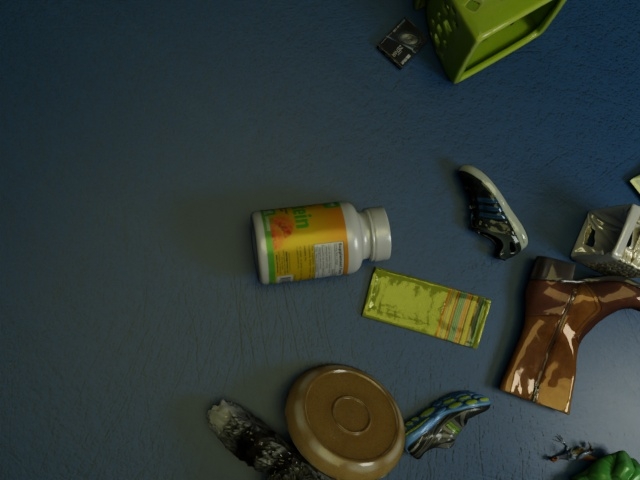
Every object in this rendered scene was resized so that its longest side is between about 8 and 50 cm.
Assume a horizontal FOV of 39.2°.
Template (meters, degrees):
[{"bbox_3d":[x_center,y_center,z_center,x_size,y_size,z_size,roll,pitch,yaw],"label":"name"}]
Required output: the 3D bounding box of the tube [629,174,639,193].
[{"bbox_3d":[0.741,-0.155,1.807,0.240,0.062,0.070,-37,50,-4],"label":"tube"}]

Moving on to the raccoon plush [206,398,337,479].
[{"bbox_3d":[-0.063,0.527,1.616,0.446,0.216,0.299,33,96,27],"label":"raccoon plush"}]

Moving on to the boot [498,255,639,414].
[{"bbox_3d":[0.502,0.195,1.722,0.264,0.096,0.280,16,84,-6],"label":"boot"}]

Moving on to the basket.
[{"bbox_3d":[0.575,0.006,1.717,0.103,0.167,0.113,27,82,-10],"label":"basket"}]

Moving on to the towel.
[{"bbox_3d":[0.204,0.129,1.727,0.237,0.021,0.102,16,82,-5],"label":"towel"}]

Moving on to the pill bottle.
[{"bbox_3d":[0.000,0.000,1.655,0.245,0.136,0.136,-7,85,-8],"label":"pill bottle"}]

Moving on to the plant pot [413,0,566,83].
[{"bbox_3d":[0.309,-0.466,1.702,0.227,0.228,0.207,-30,83,-8],"label":"plant pot"}]

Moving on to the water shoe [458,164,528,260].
[{"bbox_3d":[0.318,-0.053,1.734,0.080,0.073,0.203,-37,89,-7],"label":"water shoe"}]

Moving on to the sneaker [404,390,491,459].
[{"bbox_3d":[0.237,0.347,1.697,0.188,0.067,0.078,-29,110,-11],"label":"sneaker"}]

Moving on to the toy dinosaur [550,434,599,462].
[{"bbox_3d":[0.486,0.417,1.727,0.082,0.047,0.090,-31,100,9],"label":"toy dinosaur"}]

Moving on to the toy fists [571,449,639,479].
[{"bbox_3d":[0.595,0.538,1.701,0.142,0.096,0.279,-23,86,-10],"label":"toy fists"}]

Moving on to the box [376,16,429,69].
[{"bbox_3d":[0.162,-0.389,1.773,0.067,0.018,0.083,43,81,-1],"label":"box"}]

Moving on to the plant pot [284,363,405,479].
[{"bbox_3d":[0.051,0.319,1.616,0.236,0.032,0.236,14,48,-16],"label":"plant pot"}]
